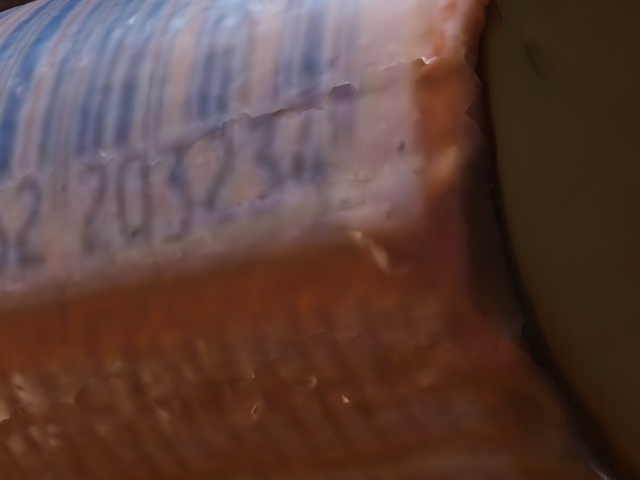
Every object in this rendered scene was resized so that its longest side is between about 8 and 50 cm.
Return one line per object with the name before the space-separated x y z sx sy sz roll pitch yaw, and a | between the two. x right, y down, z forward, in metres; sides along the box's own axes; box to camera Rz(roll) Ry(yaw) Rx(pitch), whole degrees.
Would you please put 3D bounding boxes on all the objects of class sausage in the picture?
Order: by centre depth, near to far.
sausage | 0.000 0.000 0.651 0.287 0.233 0.233 -14 -81 37
